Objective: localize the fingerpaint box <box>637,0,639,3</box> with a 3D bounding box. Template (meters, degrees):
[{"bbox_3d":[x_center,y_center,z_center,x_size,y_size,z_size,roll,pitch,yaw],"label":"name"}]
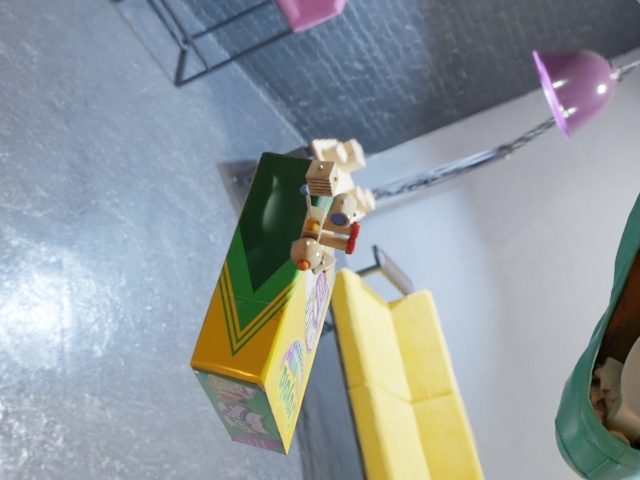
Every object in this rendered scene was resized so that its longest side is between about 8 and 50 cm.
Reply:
[{"bbox_3d":[0.438,-0.171,0.354,0.371,0.445,0.163,26,32,-36],"label":"fingerpaint box"}]

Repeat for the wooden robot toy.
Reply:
[{"bbox_3d":[0.000,0.000,0.828,0.173,0.076,0.079,101,7,-47],"label":"wooden robot toy"}]

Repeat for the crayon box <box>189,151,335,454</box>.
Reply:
[{"bbox_3d":[-0.062,0.107,1.078,0.363,0.106,0.313,85,18,-62],"label":"crayon box"}]

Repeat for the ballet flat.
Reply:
[{"bbox_3d":[0.225,0.039,0.471,0.247,0.083,0.087,-61,172,-17],"label":"ballet flat"}]
